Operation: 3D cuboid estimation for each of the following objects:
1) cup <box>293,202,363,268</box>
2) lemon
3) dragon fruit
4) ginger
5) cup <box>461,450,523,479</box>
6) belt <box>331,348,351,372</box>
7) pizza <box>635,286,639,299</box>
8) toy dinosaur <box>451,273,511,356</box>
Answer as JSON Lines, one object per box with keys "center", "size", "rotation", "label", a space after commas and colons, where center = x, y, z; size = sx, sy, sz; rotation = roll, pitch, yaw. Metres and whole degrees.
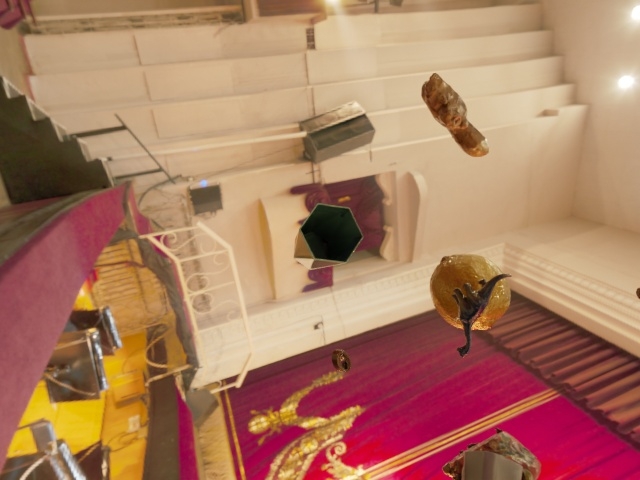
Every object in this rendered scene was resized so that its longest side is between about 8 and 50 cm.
{"center": [0.000, 0.000, 1.040], "size": [0.134, 0.148, 0.235], "rotation": [39, -15, -5], "label": "cup"}
{"center": [0.534, 0.183, 1.496], "size": [0.293, 0.293, 0.293], "rotation": [166, -90, -71], "label": "lemon"}
{"center": [0.410, 0.569, 1.036], "size": [0.147, 0.211, 0.282], "rotation": [48, -24, 22], "label": "dragon fruit"}
{"center": [0.258, -0.231, 0.798], "size": [0.214, 0.059, 0.133], "rotation": [46, 19, -17], "label": "ginger"}
{"center": [0.328, 0.498, 0.833], "size": [0.128, 0.095, 0.129], "rotation": [-46, -163, 55], "label": "cup"}
{"center": [0.069, 0.408, 1.403], "size": [0.036, 0.059, 0.083], "rotation": [-5, -65, 51], "label": "belt"}
{"center": [0.850, 0.234, 0.994], "size": [0.034, 0.181, 0.262], "rotation": [-42, -153, 41], "label": "pizza"}
{"center": [0.475, 0.213, 1.226], "size": [0.247, 0.075, 0.188], "rotation": [-37, -119, 32], "label": "toy dinosaur"}
